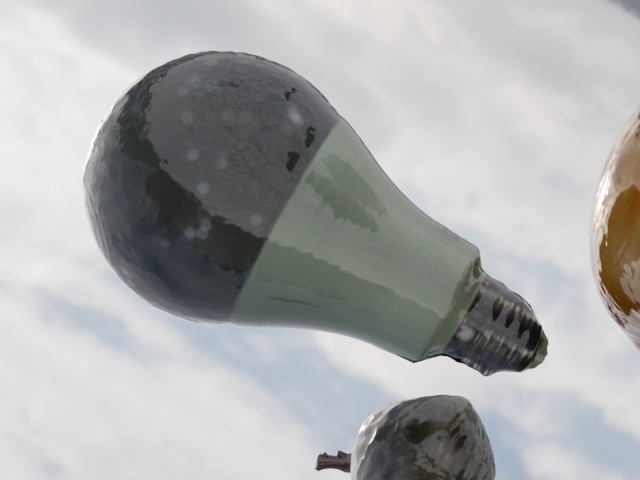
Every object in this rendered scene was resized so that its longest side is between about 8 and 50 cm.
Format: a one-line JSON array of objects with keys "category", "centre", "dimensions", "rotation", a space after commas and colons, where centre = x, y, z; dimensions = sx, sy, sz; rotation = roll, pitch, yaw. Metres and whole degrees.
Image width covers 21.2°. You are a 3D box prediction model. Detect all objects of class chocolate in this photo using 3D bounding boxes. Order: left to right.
[{"category": "chocolate", "centre": [0.070, 0.191, 1.311], "dimensions": [0.110, 0.110, 0.248], "rotation": [38, 156, 16]}]

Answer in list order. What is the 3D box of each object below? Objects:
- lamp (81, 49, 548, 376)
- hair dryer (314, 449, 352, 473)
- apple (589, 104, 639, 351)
[{"category": "lamp", "centre": [-0.005, -0.008, 1.136], "dimensions": [0.314, 0.182, 0.182], "rotation": [25, -161, -13]}, {"category": "hair dryer", "centre": [0.072, 0.226, 1.666], "dimensions": [0.154, 0.106, 0.054], "rotation": [12, -161, 3]}, {"category": "apple", "centre": [0.298, 0.006, 1.025], "dimensions": [0.286, 0.233, 0.286], "rotation": [48, 180, 0]}]
